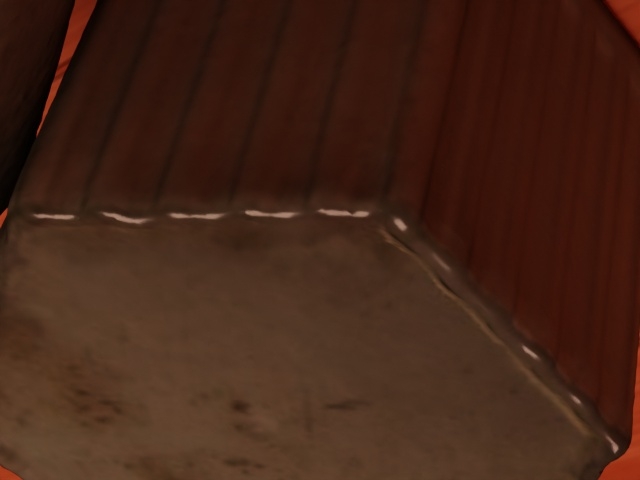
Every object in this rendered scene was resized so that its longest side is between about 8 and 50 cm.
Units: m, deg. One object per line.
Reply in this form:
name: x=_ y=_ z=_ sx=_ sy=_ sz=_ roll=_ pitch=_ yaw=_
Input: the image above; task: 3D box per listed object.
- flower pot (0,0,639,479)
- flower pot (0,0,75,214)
flower pot: x=0.000 y=0.000 z=0.609 sx=0.209 sy=0.190 sz=0.239 roll=22 pitch=135 yaw=-8
flower pot: x=-0.188 y=-0.135 z=0.466 sx=0.293 sy=0.294 sz=0.330 roll=12 pitch=139 yaw=3
